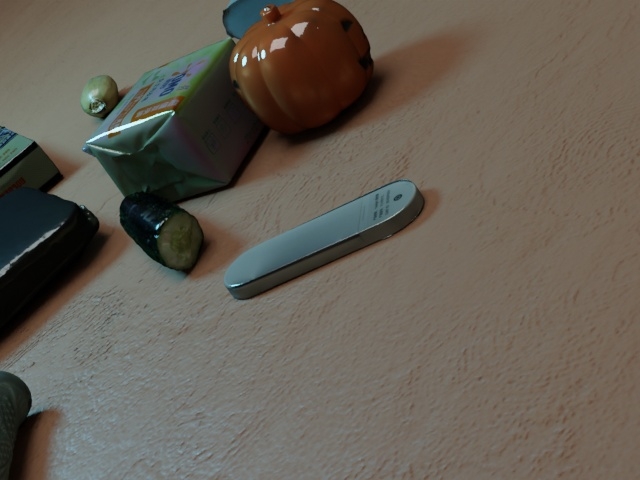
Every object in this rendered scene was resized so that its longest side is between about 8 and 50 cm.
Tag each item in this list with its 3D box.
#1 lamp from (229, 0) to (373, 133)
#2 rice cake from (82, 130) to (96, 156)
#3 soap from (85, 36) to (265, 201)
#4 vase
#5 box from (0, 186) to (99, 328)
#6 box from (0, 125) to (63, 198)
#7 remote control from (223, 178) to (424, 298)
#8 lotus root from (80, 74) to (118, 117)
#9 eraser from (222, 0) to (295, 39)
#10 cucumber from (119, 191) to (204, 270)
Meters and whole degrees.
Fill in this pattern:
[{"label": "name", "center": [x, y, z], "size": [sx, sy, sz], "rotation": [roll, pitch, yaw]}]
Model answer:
[{"label": "lamp", "center": [-0.030, -0.238, 1.565], "size": [0.188, 0.164, 0.187], "rotation": [-26, 25, 13]}, {"label": "rice cake", "center": [-0.214, -0.196, 1.839], "size": [0.365, 0.056, 0.072], "rotation": [-20, 29, 28]}, {"label": "soap", "center": [-0.187, -0.159, 1.650], "size": [0.182, 0.138, 0.199], "rotation": [-14, 32, 36]}, {"label": "vase", "center": [-0.362, 0.224, 1.265], "size": [0.096, 0.096, 0.219], "rotation": [-30, 23, 11]}, {"label": "box", "center": [-0.505, 0.057, 1.724], "size": [0.350, 0.091, 0.359], "rotation": [-43, 26, -18]}, {"label": "box", "center": [-0.593, -0.103, 2.109], "size": [0.198, 0.084, 0.310], "rotation": [-42, 26, -13]}, {"label": "remote control", "center": [0.000, 0.000, 1.286], "size": [0.245, 0.022, 0.077], "rotation": [-24, 30, 21]}, {"label": "lotus root", "center": [-0.404, -0.264, 2.179], "size": [0.073, 0.062, 0.150], "rotation": [-32, 24, 9]}, {"label": "eraser", "center": [-0.071, -0.452, 2.078], "size": [0.174, 0.081, 0.227], "rotation": [-22, 29, 26]}, {"label": "cucumber", "center": [-0.212, -0.022, 1.524], "size": [0.074, 0.074, 0.241], "rotation": [-40, 25, -10]}]
